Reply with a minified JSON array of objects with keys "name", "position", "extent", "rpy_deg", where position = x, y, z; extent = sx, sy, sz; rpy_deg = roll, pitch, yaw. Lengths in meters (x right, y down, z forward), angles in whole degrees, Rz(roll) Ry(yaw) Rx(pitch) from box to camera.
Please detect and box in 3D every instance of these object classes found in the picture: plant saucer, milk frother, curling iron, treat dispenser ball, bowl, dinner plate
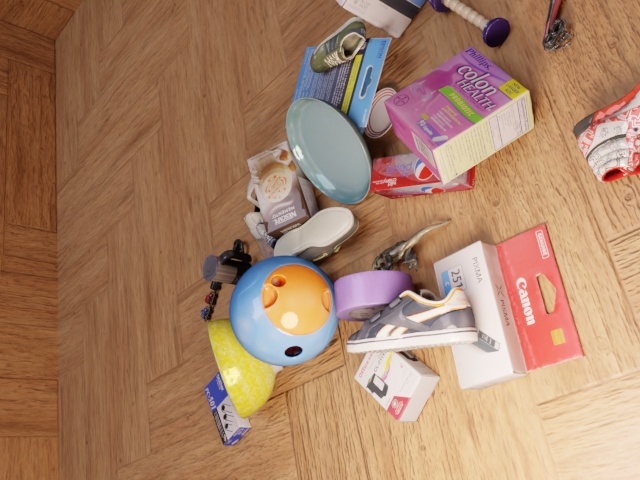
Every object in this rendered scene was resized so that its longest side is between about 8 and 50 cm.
[{"name":"plant saucer","position":[0.029,-0.244,1.863],"extent":[0.318,0.044,0.317],"rpy_deg":[36,147,29]},{"name":"milk frother","position":[-0.297,0.062,2.196],"extent":[0.143,0.135,0.129],"rpy_deg":[44,112,45]},{"name":"curling iron","position":[0.530,-0.541,1.513],"extent":[0.068,0.035,0.273],"rpy_deg":[9,87,45]},{"name":"treat dispenser ball","position":[-0.093,0.182,1.820],"extent":[0.288,0.288,0.288],"rpy_deg":[-16,68,45]},{"name":"bowl","position":[-0.197,0.338,1.969],"extent":[0.156,0.289,0.289],"rpy_deg":[-21,55,-4]},{"name":"dinner plate","position":[0.166,-0.340,1.871],"extent":[0.141,0.017,0.141],"rpy_deg":[-26,56,46]}]

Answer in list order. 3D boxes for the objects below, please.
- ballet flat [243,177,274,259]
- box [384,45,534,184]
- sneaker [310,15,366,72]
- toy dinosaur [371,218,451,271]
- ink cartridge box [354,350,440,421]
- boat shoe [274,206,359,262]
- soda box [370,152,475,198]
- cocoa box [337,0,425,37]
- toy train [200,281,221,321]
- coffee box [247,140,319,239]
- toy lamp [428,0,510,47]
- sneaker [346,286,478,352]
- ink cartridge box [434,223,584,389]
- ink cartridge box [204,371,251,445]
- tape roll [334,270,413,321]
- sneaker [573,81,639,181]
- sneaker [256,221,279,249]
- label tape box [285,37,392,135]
[{"name":"ballet flat","position":[-0.181,-0.097,2.132],"extent":[0.108,0.106,0.315],"rpy_deg":[-16,68,45]},{"name":"box","position":[0.305,-0.281,1.549],"extent":[0.243,0.117,0.213],"rpy_deg":[-32,49,-2]},{"name":"sneaker","position":[0.048,-0.501,1.842],"extent":[0.192,0.064,0.086],"rpy_deg":[-40,43,27]},{"name":"toy dinosaur","position":[0.196,0.036,1.684],"extent":[0.268,0.064,0.118],"rpy_deg":[-35,18,37]},{"name":"ink cartridge box","position":[0.176,0.324,1.644],"extent":[0.175,0.072,0.127],"rpy_deg":[38,108,46]},{"name":"boat shoe","position":[0.000,-0.004,1.918],"extent":[0.305,0.091,0.109],"rpy_deg":[-26,52,41]},{"name":"soda box","position":[0.245,-0.162,1.692],"extent":[0.263,0.084,0.092],"rpy_deg":[-3,77,48]},{"name":"cocoa box","position":[0.127,-0.758,1.871],"extent":[0.228,0.232,0.347],"rpy_deg":[-52,47,25]},{"name":"toy train","position":[-0.364,0.195,2.309],"extent":[0.027,0.036,0.158],"rpy_deg":[26,99,48]},{"name":"coffee box","position":[-0.103,-0.142,2.011],"extent":[0.141,0.098,0.246],"rpy_deg":[-24,69,19]},{"name":"toy lamp","position":[0.347,-0.561,1.692],"extent":[0.080,0.080,0.274],"rpy_deg":[-58,46,20]},{"name":"sneaker","position":[0.194,0.179,1.539],"extent":[0.321,0.126,0.127],"rpy_deg":[-15,74,36]},{"name":"ink cartridge box","position":[0.383,0.139,1.471],"extent":[0.261,0.066,0.296],"rpy_deg":[-31,58,41]},{"name":"ink cartridge box","position":[-0.286,0.511,2.130],"extent":[0.097,0.046,0.207],"rpy_deg":[-50,47,25]},{"name":"tape roll","position":[0.128,0.135,1.661],"extent":[0.189,0.189,0.080],"rpy_deg":[-22,63,43]},{"name":"sneaker","position":[0.612,-0.215,1.295],"extent":[0.270,0.090,0.144],"rpy_deg":[-36,56,41]},{"name":"sneaker","position":[-0.136,-0.004,2.047],"extent":[0.135,0.058,0.052],"rpy_deg":[42,98,4]},{"name":"label tape box","position":[0.071,-0.412,1.922],"extent":[0.348,0.115,0.249],"rpy_deg":[11,85,49]}]
